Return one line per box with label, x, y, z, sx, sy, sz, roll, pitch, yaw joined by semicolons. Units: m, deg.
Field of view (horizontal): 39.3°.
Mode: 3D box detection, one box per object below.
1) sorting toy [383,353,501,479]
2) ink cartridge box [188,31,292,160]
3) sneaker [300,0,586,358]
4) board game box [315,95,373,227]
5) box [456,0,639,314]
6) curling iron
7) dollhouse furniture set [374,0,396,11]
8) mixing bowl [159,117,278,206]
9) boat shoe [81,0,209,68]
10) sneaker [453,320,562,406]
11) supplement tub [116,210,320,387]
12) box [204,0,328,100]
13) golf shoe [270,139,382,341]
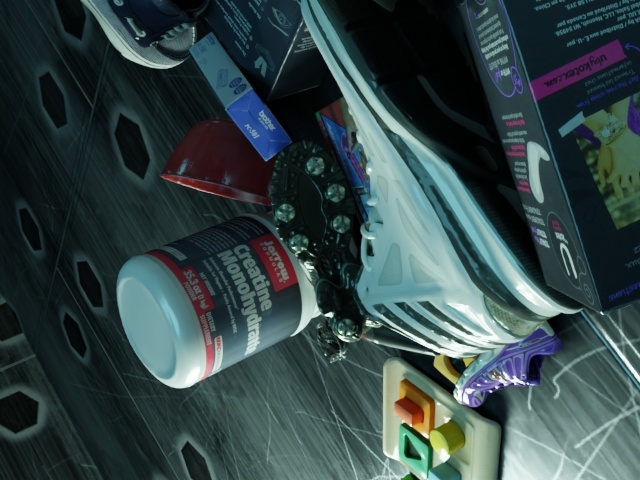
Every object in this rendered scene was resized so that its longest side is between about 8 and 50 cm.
sorting toy;0.149;0.273;1.205;0.196;0.047;0.348;28;130;43
ink cartridge box;-0.110;-0.195;1.190;0.097;0.046;0.207;52;-177;-39
sneaker;0.069;-0.063;0.974;0.257;0.169;0.447;-42;77;42
board game box;0.090;-0.052;1.113;0.145;0.027;0.281;-20;93;55
box;0.230;-0.098;0.733;0.165;0.143;0.270;-97;-12;-84
curling iron;0.078;0.137;1.230;0.274;0.035;0.068;-5;98;56
dollhouse furniture set;0.047;-0.338;0.860;0.151;0.123;0.144;-48;66;19
mixing bowl;-0.129;-0.116;1.279;0.181;0.181;0.098;10;85;52
boat shoe;-0.208;-0.309;1.204;0.158;0.340;0.127;20;86;18
sneaker;0.212;0.149;1.026;0.071;0.068;0.170;46;137;14
supplement tub;-0.129;0.072;1.267;0.191;0.272;0.191;31;133;41
box;-0.051;-0.287;1.108;0.156;0.093;0.158;55;144;17
golf shoe;0.000;0.000;1.184;0.120;0.105;0.273;-131;22;-76
